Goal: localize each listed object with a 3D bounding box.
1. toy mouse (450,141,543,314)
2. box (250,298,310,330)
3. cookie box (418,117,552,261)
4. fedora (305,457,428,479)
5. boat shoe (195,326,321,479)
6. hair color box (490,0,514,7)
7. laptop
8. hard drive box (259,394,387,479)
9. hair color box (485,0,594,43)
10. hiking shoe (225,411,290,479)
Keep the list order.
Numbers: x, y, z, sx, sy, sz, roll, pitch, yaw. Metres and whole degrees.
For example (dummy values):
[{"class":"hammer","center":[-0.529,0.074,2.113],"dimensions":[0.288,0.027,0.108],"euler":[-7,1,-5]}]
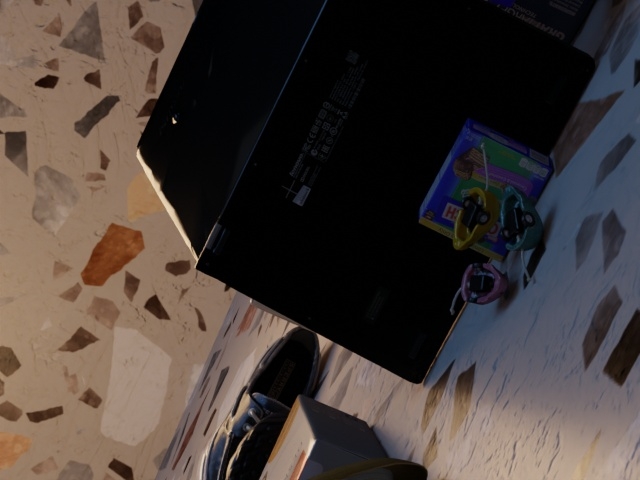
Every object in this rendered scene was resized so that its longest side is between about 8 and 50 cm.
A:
[{"class":"toy mouse","center":[0.168,0.009,1.581],"dimensions":[0.143,0.031,0.161],"euler":[40,115,57]},{"class":"box","center":[0.000,0.000,2.401],"dimensions":[0.311,0.148,0.121],"euler":[-79,14,-66]},{"class":"cookie box","center":[0.157,-0.048,1.654],"dimensions":[0.040,0.092,0.107],"euler":[-72,8,-69]},{"class":"fedora","center":[0.020,0.264,1.531],"dimensions":[0.194,0.194,0.079],"euler":[-57,49,50]},{"class":"boat shoe","center":[-0.075,0.246,2.325],"dimensions":[0.301,0.108,0.102],"euler":[-62,3,-32]},{"class":"hair color box","center":[0.192,-0.406,1.704],"dimensions":[0.338,0.110,0.185],"euler":[-77,13,-49]},{"class":"laptop","center":[0.023,-0.135,1.811],"dimensions":[0.382,0.408,0.236],"euler":[-63,-3,20]},{"class":"hard drive box","center":[-0.011,0.277,1.802],"dimensions":[0.232,0.089,0.181],"euler":[-138,72,-82]},{"class":"hair color box","center":[0.238,-0.298,1.833],"dimensions":[0.174,0.105,0.347],"euler":[-78,14,-57]},{"class":"hiking shoe","center":[-0.088,0.307,2.041],"dimensions":[0.226,0.086,0.114],"euler":[-68,11,-9]}]
